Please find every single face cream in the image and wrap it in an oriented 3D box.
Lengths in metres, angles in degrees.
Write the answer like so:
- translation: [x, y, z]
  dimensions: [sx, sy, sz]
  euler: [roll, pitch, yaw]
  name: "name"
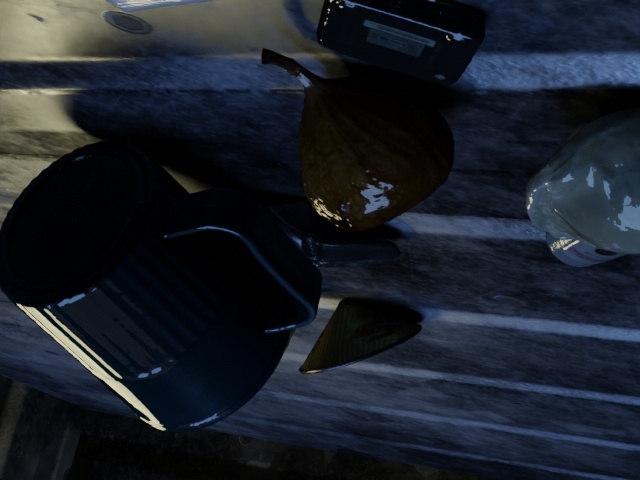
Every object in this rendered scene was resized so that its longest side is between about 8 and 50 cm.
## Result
- translation: [0.288, -0.017, 1.465]
  dimensions: [0.084, 0.057, 0.198]
  euler: [17, 166, -12]
  name: "face cream"

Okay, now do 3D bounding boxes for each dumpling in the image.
- translation: [0.252, -0.056, 1.267]
  dimensions: [0.199, 0.118, 0.136]
  euler: [-26, 134, 27]
  name: "dumpling"

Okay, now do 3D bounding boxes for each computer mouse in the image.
- translation: [0.000, 0.000, 1.807]
  dimensions: [0.192, 0.062, 0.106]
  euler: [19, 163, -10]
  name: "computer mouse"

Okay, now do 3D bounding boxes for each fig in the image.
- translation: [0.016, -0.104, 1.339]
  dimensions: [0.201, 0.134, 0.146]
  euler: [41, 128, -15]
  name: "fig"

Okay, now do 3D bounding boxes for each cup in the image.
- translation: [-0.188, 0.059, 1.755]
  dimensions: [0.308, 0.242, 0.292]
  euler: [20, 160, 44]
  name: "cup"

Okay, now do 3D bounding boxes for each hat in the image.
- translation: [0.046, 0.125, 2.215]
  dimensions: [0.193, 0.082, 0.193]
  euler: [-21, -175, 2]
  name: "hat"

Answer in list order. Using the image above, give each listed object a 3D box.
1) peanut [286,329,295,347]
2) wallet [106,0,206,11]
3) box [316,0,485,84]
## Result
- translation: [-0.192, 0.100, 2.224]
  dimensions: [0.313, 0.149, 0.149]
  euler: [17, 166, 10]
  name: "peanut"
- translation: [-0.120, -0.214, 1.182]
  dimensions: [0.190, 0.033, 0.095]
  euler: [2, 162, 44]
  name: "wallet"
- translation: [0.061, -0.163, 1.203]
  dimensions: [0.126, 0.027, 0.125]
  euler: [16, 166, -2]
  name: "box"
